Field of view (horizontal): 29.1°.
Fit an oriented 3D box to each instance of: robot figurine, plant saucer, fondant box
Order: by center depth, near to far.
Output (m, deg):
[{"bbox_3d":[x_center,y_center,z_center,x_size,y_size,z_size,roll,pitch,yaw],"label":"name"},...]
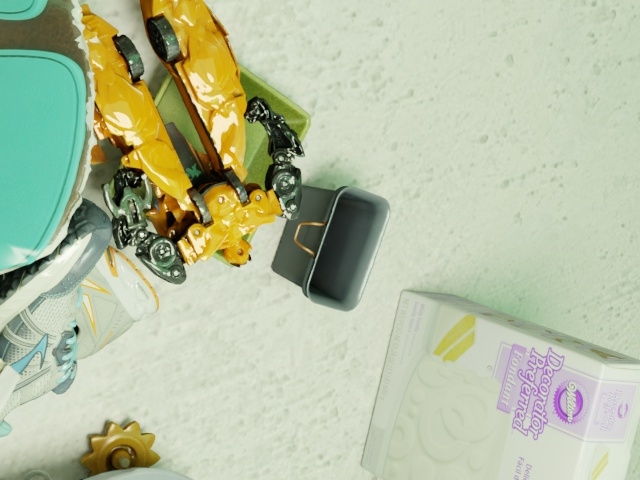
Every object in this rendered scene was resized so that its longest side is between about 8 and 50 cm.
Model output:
[{"bbox_3d":[-0.137,-0.106,1.181,0.211,0.085,0.291,-30,109,-20],"label":"robot figurine"},{"bbox_3d":[-0.122,-0.094,1.288,0.188,0.045,0.188,32,82,-40],"label":"plant saucer"},{"bbox_3d":[0.209,0.213,1.462,0.096,0.330,0.238,8,97,-41],"label":"fondant box"}]

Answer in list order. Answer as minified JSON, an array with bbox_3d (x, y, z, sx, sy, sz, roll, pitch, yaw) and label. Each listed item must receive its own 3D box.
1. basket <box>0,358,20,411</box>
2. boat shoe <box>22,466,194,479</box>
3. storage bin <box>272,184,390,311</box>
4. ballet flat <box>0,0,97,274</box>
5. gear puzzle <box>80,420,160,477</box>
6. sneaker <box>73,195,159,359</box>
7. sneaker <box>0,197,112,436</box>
[{"bbox_3d":[-0.353,0.154,1.029,0.103,0.113,0.167,43,112,-14],"label":"basket"},{"bbox_3d":[-0.276,0.301,1.209,0.367,0.156,0.135,-6,92,-50],"label":"boat shoe"},{"bbox_3d":[0.000,0.000,1.385,0.098,0.091,0.135,18,90,-41],"label":"storage bin"},{"bbox_3d":[-0.264,-0.167,1.050,0.147,0.147,0.408,5,86,-40],"label":"ballet flat"},{"bbox_3d":[-0.218,0.355,1.346,0.176,0.044,0.338,-12,107,-27],"label":"gear puzzle"},{"bbox_3d":[-0.264,0.017,1.174,0.121,0.099,0.262,-45,125,-15],"label":"sneaker"},{"bbox_3d":[-0.264,0.075,1.122,0.122,0.110,0.283,31,118,-30],"label":"sneaker"}]
